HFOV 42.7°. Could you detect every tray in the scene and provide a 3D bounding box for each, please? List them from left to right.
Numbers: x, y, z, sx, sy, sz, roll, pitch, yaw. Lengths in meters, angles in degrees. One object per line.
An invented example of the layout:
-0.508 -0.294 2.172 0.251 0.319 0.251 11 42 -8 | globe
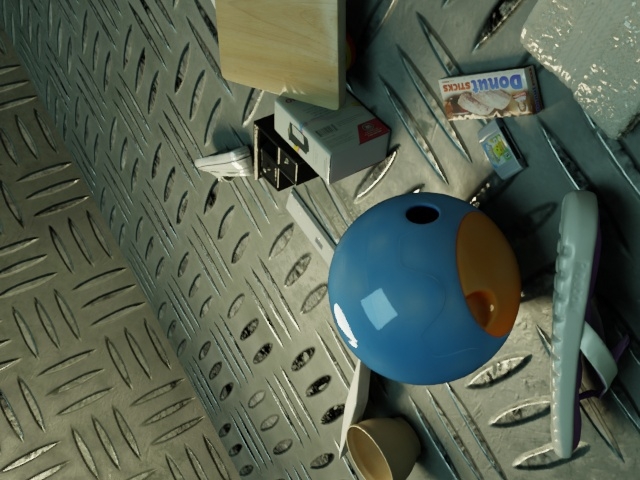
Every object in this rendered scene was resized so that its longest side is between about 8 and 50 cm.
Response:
0.079 0.372 1.842 0.270 0.030 0.145 100 179 -49 | tray

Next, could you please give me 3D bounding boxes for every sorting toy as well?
-0.052 -0.380 1.387 0.257 0.089 0.255 21 130 28 | sorting toy

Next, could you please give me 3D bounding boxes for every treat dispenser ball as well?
0.154 0.071 1.227 0.288 0.288 0.288 42 145 39 | treat dispenser ball

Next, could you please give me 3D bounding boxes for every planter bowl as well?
0.145 0.445 1.755 0.162 0.109 0.162 42 146 38 | planter bowl

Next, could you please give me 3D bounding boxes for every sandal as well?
0.362 0.134 1.098 0.102 0.169 0.416 3 122 16 | sandal

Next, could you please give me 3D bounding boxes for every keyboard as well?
0.000 0.000 1.761 0.256 0.014 0.072 54 156 22 | keyboard

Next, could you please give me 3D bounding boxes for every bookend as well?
-0.067 -0.155 1.683 0.156 0.072 0.157 46 148 33 | bookend

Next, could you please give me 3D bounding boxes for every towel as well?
0.335 -0.255 0.892 0.187 0.049 0.282 55 152 21 | towel

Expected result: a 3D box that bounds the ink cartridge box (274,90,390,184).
0.017 -0.195 1.434 0.175 0.127 0.072 48 151 33 | ink cartridge box

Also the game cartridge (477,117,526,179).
0.258 -0.130 1.174 0.083 0.017 0.056 62 157 6 | game cartridge

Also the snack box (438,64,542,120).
0.234 -0.204 1.146 0.178 0.022 0.064 10 119 59 | snack box

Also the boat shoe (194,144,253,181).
-0.234 -0.174 1.957 0.226 0.083 0.075 2 112 60 | boat shoe

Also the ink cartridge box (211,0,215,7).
-0.185 -0.504 1.629 0.122 0.052 0.088 63 153 2 | ink cartridge box
